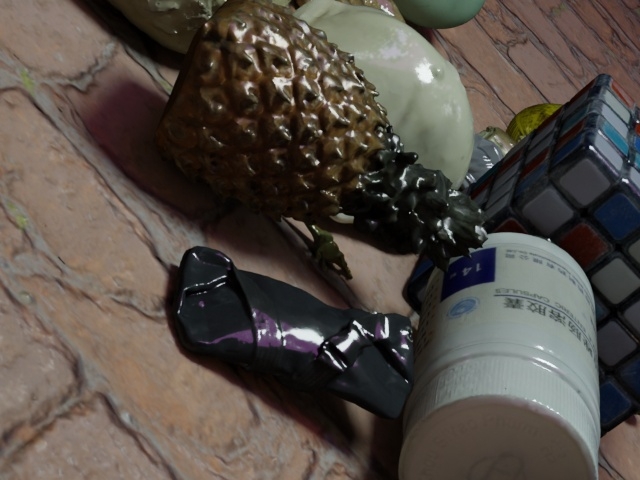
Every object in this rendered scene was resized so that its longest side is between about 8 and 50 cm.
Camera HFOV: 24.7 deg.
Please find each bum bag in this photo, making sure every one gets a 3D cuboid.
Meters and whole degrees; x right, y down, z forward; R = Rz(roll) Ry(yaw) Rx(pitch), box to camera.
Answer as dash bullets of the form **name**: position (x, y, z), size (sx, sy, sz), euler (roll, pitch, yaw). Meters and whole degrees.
- **bum bag**: position (-0.020, 0.084, 1.345), size (0.248, 0.060, 0.123), euler (15, 43, -17)

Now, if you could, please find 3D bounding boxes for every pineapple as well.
- **pineapple**: position (0.013, -0.096, 1.472), size (0.362, 0.202, 0.202), euler (28, 30, -14)

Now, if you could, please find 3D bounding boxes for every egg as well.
- **egg**: position (0.157, -0.427, 2.248), size (0.231, 0.168, 0.168), euler (46, 25, 1)

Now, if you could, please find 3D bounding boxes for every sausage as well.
- **sausage**: position (0.380, -0.149, 2.265), size (0.123, 0.123, 0.347), euler (56, 27, 15)

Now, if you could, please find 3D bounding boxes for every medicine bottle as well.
- **medicine bottle**: position (0.183, 0.147, 1.463), size (0.190, 0.190, 0.332), euler (42, 26, -14)

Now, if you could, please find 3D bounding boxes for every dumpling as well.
- **dumpling**: position (0.062, -0.121, 1.652), size (0.318, 0.187, 0.243), euler (59, 38, -14)

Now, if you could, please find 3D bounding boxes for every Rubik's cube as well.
- **Rubik's cube**: position (0.316, 0.024, 1.732), size (0.287, 0.293, 0.292), euler (45, 27, -7)

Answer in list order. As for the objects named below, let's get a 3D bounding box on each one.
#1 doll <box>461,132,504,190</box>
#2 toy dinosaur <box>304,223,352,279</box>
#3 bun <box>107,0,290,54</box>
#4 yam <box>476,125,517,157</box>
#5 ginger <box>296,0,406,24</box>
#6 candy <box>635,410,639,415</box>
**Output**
- **doll**: position (0.230, -0.074, 1.991), size (0.094, 0.079, 0.180), euler (-22, 85, -38)
- **toy dinosaur**: position (0.001, 0.002, 1.565), size (0.113, 0.026, 0.041), euler (50, 17, -18)
- **bun**: position (-0.147, -0.379, 1.638), size (0.326, 0.234, 0.362), euler (14, 48, -58)
- **yam**: position (0.337, -0.040, 2.111), size (0.317, 0.067, 0.071), euler (45, 53, -8)
- **ginger**: position (0.034, -0.329, 2.050), size (0.259, 0.065, 0.149), euler (42, 38, -28)
- **candy**: position (0.429, 0.190, 1.972), size (0.061, 0.061, 0.202), euler (51, 17, 5)
